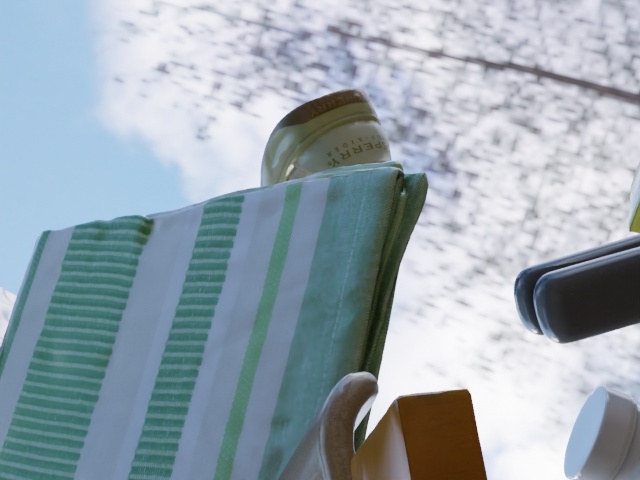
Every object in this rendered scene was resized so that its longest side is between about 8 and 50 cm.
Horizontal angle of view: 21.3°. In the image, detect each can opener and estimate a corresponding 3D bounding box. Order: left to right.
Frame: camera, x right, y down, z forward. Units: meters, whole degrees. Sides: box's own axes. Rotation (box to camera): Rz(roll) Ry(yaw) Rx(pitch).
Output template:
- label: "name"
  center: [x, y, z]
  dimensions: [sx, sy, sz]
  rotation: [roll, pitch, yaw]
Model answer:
- label: "can opener"
  center: [0.256, -0.018, 1.075]
  dimensions: [0.283, 0.076, 0.095]
  rotation: [-16, -82, -10]

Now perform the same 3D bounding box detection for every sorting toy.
- label: "sorting toy"
  center: [0.023, 0.162, 0.522]
  dimensions: [0.041, 0.307, 0.229]
  rotation: [-5, -111, -12]

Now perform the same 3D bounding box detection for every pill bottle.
- label: "pill bottle"
  center: [0.322, 0.203, 1.470]
  dimensions: [0.117, 0.208, 0.117]
  rotation: [-158, 90, -86]

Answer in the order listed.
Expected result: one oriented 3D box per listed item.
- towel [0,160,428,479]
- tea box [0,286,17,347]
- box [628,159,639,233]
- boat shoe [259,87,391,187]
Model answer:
- label: "towel"
  center: [-0.091, 0.080, 1.024]
  dimensions: [0.038, 0.325, 0.248]
  rotation: [39, -126, -39]
- label: "tea box"
  center: [-0.302, 0.209, 1.320]
  dimensions: [0.323, 0.220, 0.329]
  rotation: [-62, 0, 0]
- label: "box"
  center: [0.400, -0.020, 1.546]
  dimensions: [0.087, 0.232, 0.058]
  rotation: [-74, -1, -55]
- label: "boat shoe"
  center: [0.000, 0.000, 1.254]
  dimensions: [0.104, 0.089, 0.285]
  rotation: [-23, -23, -15]
